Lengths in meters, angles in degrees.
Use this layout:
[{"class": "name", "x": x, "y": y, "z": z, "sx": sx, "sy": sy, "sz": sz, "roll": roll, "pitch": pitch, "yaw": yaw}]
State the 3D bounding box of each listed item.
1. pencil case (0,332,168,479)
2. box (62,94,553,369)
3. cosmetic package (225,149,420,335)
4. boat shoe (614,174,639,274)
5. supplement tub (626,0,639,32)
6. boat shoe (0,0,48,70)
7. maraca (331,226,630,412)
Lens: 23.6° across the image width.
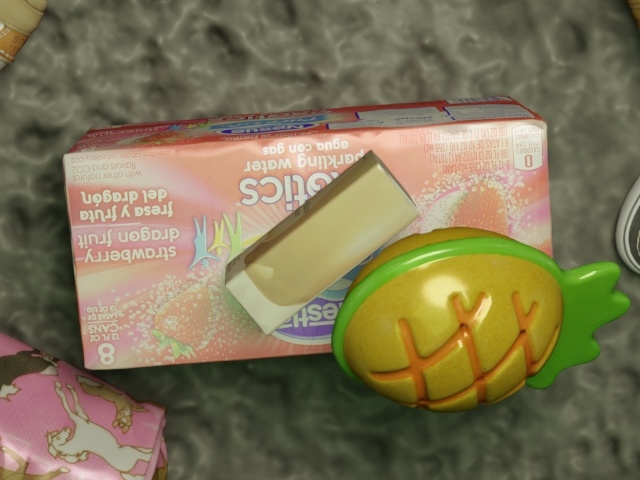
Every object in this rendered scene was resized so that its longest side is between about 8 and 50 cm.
[{"class": "pencil case", "x": -0.296, "y": 0.128, "z": 1.024, "sx": 0.386, "sy": 0.167, "sz": 0.160, "roll": 22, "pitch": 132, "yaw": -5}, {"class": "box", "x": -0.006, "y": -0.010, "z": 1.006, "sx": 0.300, "sy": 0.154, "sz": 0.142, "roll": -4, "pitch": 100, "yaw": -2}, {"class": "cosmetic package", "x": 0.000, "y": 0.000, "z": 0.901, "sx": 0.115, "sy": 0.060, "sz": 0.041, "roll": -39, "pitch": 101, "yaw": 4}, {"class": "boat shoe", "x": 0.302, "y": -0.053, "z": 1.044, "sx": 0.228, "sy": 0.076, "sz": 0.080, "roll": -36, "pitch": 99, "yaw": 5}, {"class": "supplement tub", "x": 0.253, "y": -0.206, "z": 0.980, "sx": 0.144, "sy": 0.144, "sz": 0.199, "roll": -25, "pitch": 100, "yaw": 3}, {"class": "boat shoe", "x": -0.306, "y": -0.226, "z": 0.986, "sx": 0.103, "sy": 0.113, "sz": 0.302, "roll": -42, "pitch": 109, "yaw": 5}, {"class": "maraca", "x": 0.095, "y": 0.048, "z": 0.895, "sx": 0.186, "sy": 0.099, "sz": 0.127, "roll": 4, "pitch": 135, "yaw": -25}]
